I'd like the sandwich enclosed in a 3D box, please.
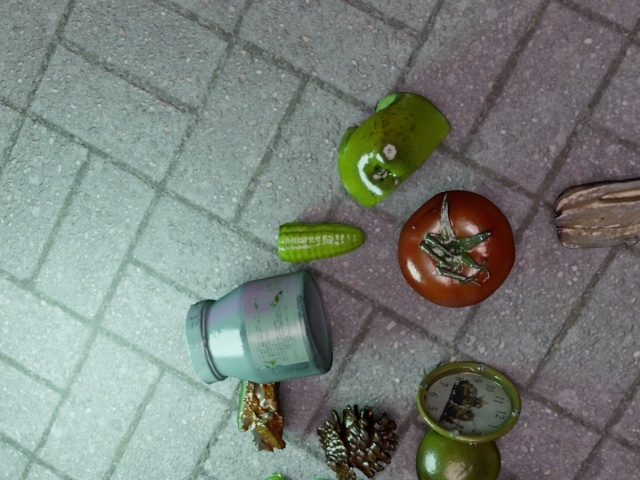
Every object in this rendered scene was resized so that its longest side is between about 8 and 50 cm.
[{"bbox_3d":[-0.141,0.398,1.929,0.109,0.160,0.185,-1,105,-9],"label":"sandwich"}]

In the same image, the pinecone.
[{"bbox_3d":[0.087,0.470,1.899,0.195,0.150,0.179,-24,92,11],"label":"pinecone"}]

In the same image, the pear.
[{"bbox_3d":[0.138,-0.202,1.763,0.292,0.292,0.159,-43,98,12],"label":"pear"}]

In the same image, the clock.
[{"bbox_3d":[0.332,0.372,1.826,0.237,0.237,0.057,4,126,9],"label":"clock"}]

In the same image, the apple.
[{"bbox_3d":[0.310,0.499,1.845,0.196,0.196,0.157,-13,97,11],"label":"apple"}]

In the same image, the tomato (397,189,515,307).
[{"bbox_3d":[0.297,0.018,1.770,0.255,0.224,0.256,1,95,13],"label":"tomato"}]

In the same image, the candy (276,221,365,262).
[{"bbox_3d":[0.000,0.000,1.888,0.209,0.097,0.097,-4,96,8],"label":"candy"}]

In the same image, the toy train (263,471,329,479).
[{"bbox_3d":[-0.057,0.684,1.954,0.271,0.159,0.188,-2,106,10],"label":"toy train"}]

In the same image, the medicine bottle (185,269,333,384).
[{"bbox_3d":[-0.139,0.212,1.863,0.290,0.245,0.245,-13,95,11],"label":"medicine bottle"}]

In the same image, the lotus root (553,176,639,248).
[{"bbox_3d":[0.675,-0.077,1.774,0.329,0.078,0.167,-4,119,9],"label":"lotus root"}]
